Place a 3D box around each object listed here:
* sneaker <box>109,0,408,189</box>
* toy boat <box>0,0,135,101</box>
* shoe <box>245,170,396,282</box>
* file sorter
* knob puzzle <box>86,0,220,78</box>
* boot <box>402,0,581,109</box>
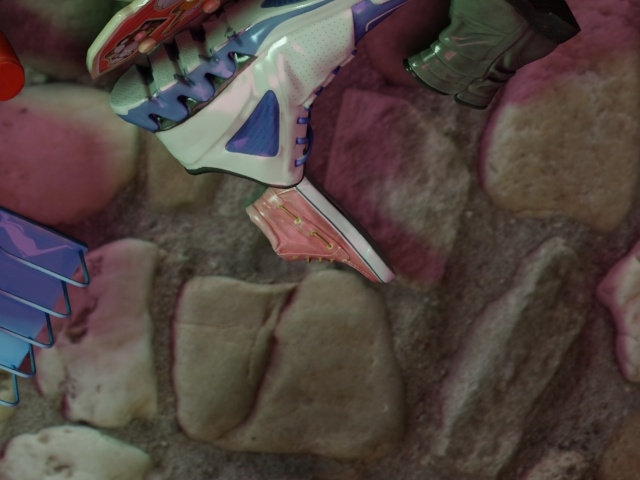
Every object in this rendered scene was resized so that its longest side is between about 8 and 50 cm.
[{"bbox_3d":[-0.039,-0.163,1.746,0.315,0.127,0.182,-30,123,9],"label":"sneaker"},{"bbox_3d":[-0.257,-0.286,1.611,0.267,0.148,0.318,28,105,-43],"label":"toy boat"},{"bbox_3d":[0.000,0.000,1.862,0.081,0.063,0.178,-41,113,9],"label":"shoe"},{"bbox_3d":[-0.333,0.072,1.787,0.118,0.104,0.170,25,107,-23],"label":"file sorter"},{"bbox_3d":[-0.151,-0.213,1.653,0.213,0.213,0.030,-37,87,5],"label":"knob puzzle"},{"bbox_3d":[0.143,-0.217,1.733,0.161,0.083,0.246,-39,139,24],"label":"boot"}]
